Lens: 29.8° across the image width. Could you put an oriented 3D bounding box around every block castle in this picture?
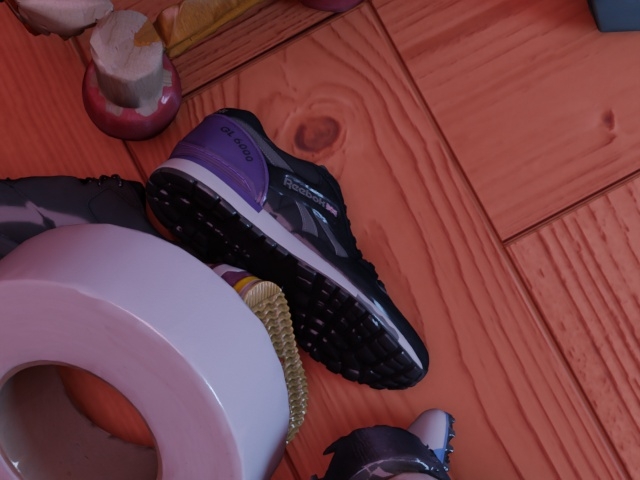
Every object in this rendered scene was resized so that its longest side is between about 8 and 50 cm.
[{"bbox_3d":[-0.182,-0.335,1.006,0.303,0.213,0.453,-36,89,-10],"label":"block castle"}]

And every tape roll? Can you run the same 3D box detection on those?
[{"bbox_3d":[-0.172,0.133,0.944,0.286,0.100,0.286,9,120,16],"label":"tape roll"}]

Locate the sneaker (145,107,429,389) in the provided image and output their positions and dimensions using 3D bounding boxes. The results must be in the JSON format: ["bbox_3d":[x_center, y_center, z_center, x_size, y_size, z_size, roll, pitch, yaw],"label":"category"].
[{"bbox_3d":[0.000,0.000,1.005,0.283,0.107,0.124,43,54,-10],"label":"sneaker"}]

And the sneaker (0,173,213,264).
[{"bbox_3d":[-0.218,-0.011,1.038,0.286,0.109,0.130,28,81,-1],"label":"sneaker"}]

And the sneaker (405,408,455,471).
[{"bbox_3d":[0.030,0.235,0.989,0.086,0.085,0.237,34,88,-3],"label":"sneaker"}]

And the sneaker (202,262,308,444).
[{"bbox_3d":[-0.065,0.099,1.003,0.084,0.069,0.185,23,130,37],"label":"sneaker"}]

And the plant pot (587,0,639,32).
[{"bbox_3d":[0.316,-0.268,0.968,0.234,0.165,0.165,-21,77,14],"label":"plant pot"}]

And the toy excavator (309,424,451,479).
[{"bbox_3d":[0.182,0.325,0.888,0.433,0.222,0.445,-45,113,5],"label":"toy excavator"}]
